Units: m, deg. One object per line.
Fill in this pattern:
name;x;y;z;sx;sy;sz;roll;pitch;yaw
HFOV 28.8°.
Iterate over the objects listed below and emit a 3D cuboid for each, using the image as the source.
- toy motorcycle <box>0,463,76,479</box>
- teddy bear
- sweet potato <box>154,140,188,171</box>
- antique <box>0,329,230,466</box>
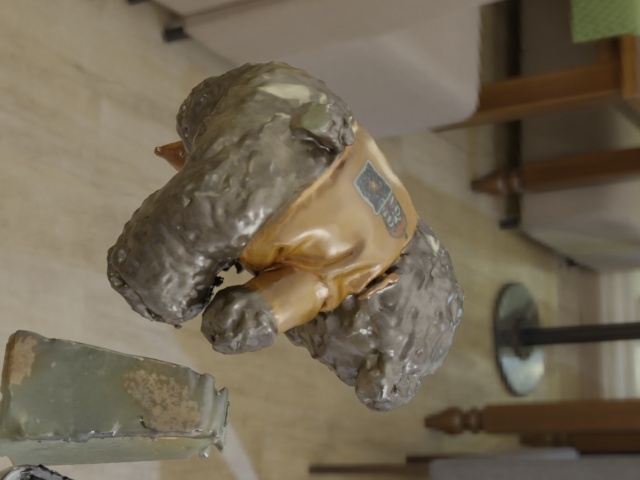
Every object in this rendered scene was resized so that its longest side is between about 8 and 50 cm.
toy motorcycle;-0.179;0.222;0.873;0.263;0.157;0.091;43;60;-46
teddy bear;0.000;0.000;0.676;0.190;0.140;0.177;46;39;-21
sweet potato;-0.090;-0.065;1.005;0.034;0.095;0.034;11;90;-66
antique;-0.257;0.210;1.571;0.125;0.284;0.150;100;-5;-64
